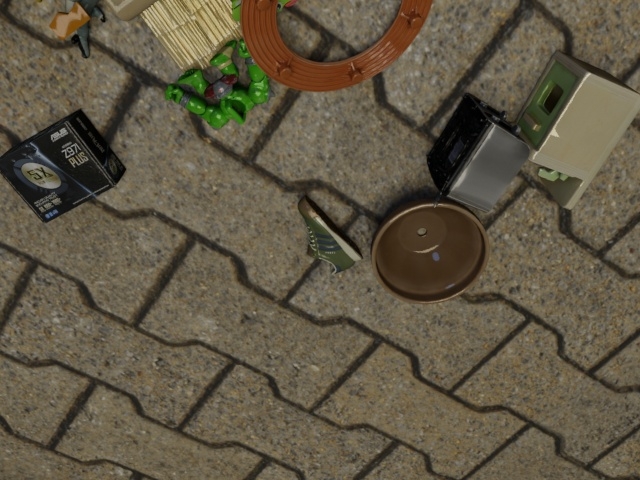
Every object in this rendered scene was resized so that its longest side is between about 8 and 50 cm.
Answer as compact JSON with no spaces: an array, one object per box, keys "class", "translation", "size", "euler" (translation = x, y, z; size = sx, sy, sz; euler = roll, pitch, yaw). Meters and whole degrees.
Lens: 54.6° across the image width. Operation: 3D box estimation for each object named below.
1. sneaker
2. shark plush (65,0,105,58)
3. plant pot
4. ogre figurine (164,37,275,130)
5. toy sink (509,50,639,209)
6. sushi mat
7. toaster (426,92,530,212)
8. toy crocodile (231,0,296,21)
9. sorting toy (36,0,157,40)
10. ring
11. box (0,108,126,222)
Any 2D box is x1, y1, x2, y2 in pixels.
[{"class":"sneaker","translation":[0.000,0.000,1.289],"size":[0.086,0.064,0.192],"euler":[-38,117,14]},{"class":"shark plush","translation":[-0.399,-0.387,1.060],"size":[0.067,0.073,0.161],"euler":[-2,120,-25]},{"class":"plant pot","translation":[0.217,0.005,1.273],"size":[0.237,0.110,0.237],"euler":[0,121,-1]},{"class":"ogre figurine","translation":[-0.171,-0.270,1.104],"size":[0.197,0.097,0.118],"euler":[-35,121,5]},{"class":"toy sink","translation":[0.440,-0.202,1.133],"size":[0.131,0.153,0.234],"euler":[18,119,-11]},{"class":"sushi mat","translation":[-0.264,-0.443,1.051],"size":[0.151,0.019,0.316],"euler":[-30,117,14]},{"class":"toaster","translation":[0.282,-0.156,1.146],"size":[0.110,0.168,0.186],"euler":[22,117,-15]},{"class":"toy crocodile","translation":[-0.004,-0.460,0.992],"size":[0.340,0.115,0.105],"euler":[-31,134,16]},{"class":"sorting toy","translation":[-0.339,-0.472,0.976],"size":[0.307,0.041,0.229],"euler":[-35,120,3]},{"class":"ring","translation":[0.036,-0.374,1.005],"size":[0.336,0.032,0.336],"euler":[-14,145,-10]},{"class":"box","translation":[-0.496,-0.141,1.189],"size":[0.180,0.077,0.147],"euler":[-24,117,13]}]
